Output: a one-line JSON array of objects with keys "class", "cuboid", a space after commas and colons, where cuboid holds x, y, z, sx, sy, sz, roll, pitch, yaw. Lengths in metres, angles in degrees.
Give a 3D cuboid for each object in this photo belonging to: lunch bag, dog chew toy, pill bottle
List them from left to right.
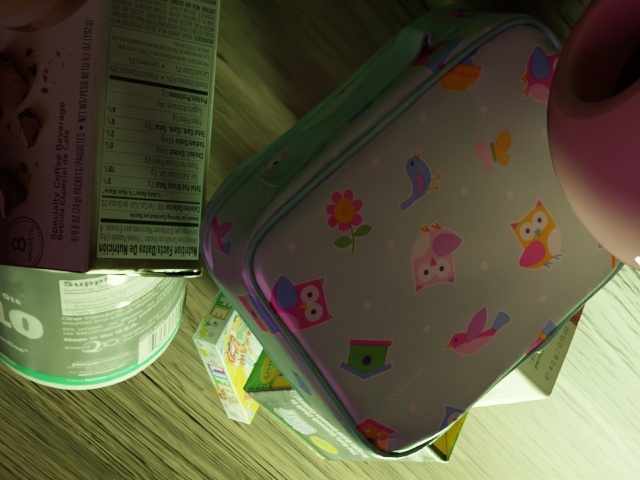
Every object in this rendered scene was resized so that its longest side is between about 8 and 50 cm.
[{"class": "pill bottle", "cuboid": [-0.212, -0.031, 1.224, 0.204, 0.204, 0.361, 23, 150, 7]}, {"class": "lunch bag", "cuboid": [0.071, -0.017, 0.950, 0.224, 0.279, 0.108, 54, 167, -23]}, {"class": "dog chew toy", "cuboid": [0.292, -0.033, 0.829, 0.332, 0.206, 0.207, 32, 151, -23]}]

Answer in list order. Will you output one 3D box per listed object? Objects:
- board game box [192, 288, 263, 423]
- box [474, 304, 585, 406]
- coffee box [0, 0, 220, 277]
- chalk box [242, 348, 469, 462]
[{"class": "board game box", "cuboid": [-0.076, 0.100, 1.421, 0.026, 0.103, 0.154, 14, 148, 21]}, {"class": "box", "cuboid": [0.081, 0.019, 1.142, 0.232, 0.126, 0.149, 42, 147, -25]}, {"class": "coffee box", "cuboid": [-0.165, -0.128, 0.932, 0.168, 0.297, 0.119, 5, -178, 34]}, {"class": "chalk box", "cuboid": [0.030, 0.121, 1.344, 0.213, 0.132, 0.132, -7, 137, 46]}]
